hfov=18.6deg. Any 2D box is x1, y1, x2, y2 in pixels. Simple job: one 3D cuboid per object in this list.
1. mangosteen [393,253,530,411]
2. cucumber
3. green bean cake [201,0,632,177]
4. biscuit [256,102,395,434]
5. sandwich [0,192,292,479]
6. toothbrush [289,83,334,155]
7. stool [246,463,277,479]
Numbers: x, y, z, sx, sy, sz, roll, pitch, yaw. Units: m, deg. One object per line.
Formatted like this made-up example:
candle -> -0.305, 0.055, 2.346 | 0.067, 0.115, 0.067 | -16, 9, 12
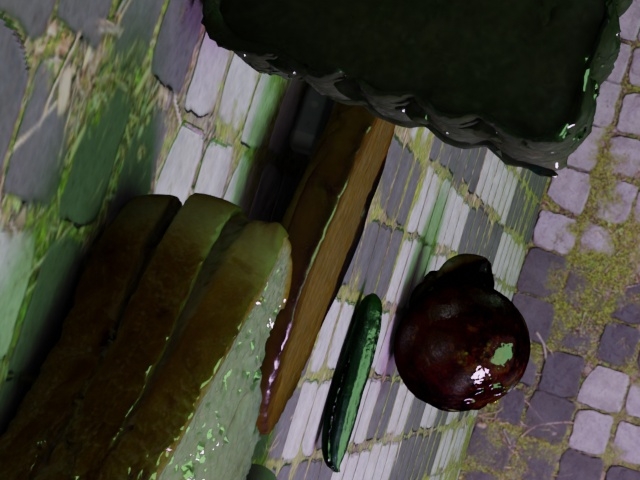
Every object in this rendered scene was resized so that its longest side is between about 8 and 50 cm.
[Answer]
mangosteen -> 0.162, 0.109, 2.294 | 0.172, 0.172, 0.184 | 53, 29, -77
cucumber -> 0.030, 0.142, 1.972 | 0.036, 0.033, 0.184 | 20, 86, -54
green bean cake -> 0.075, -0.190, 1.154 | 0.132, 0.241, 0.255 | 28, 78, -77
biscuit -> 0.000, 0.000, 1.513 | 0.318, 0.040, 0.318 | 20, 90, -85
sandwich -> -0.098, 0.130, 1.140 | 0.288, 0.099, 0.254 | 90, 20, -54
toothbrush -> 0.037, -0.226, 1.485 | 0.030, 0.025, 0.342 | 66, 41, -77
stool -> -0.034, 0.310, 1.433 | 0.199, 0.195, 0.195 | -60, 178, -38
